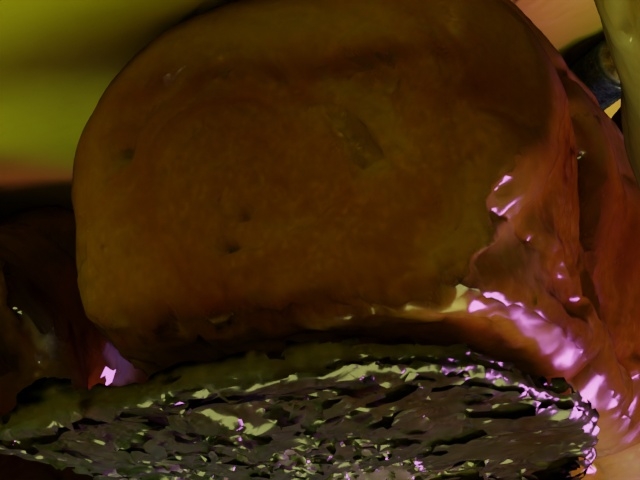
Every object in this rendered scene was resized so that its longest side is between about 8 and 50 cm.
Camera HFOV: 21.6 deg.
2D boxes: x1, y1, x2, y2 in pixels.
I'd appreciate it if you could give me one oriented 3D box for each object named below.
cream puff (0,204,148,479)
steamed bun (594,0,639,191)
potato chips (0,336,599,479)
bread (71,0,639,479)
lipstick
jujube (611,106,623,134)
[{"bbox_3d":[-0.134,0.095,0.693,0.155,0.241,0.269,-15,155,27],"label":"cream puff"},{"bbox_3d":[0.232,-0.053,0.461,0.276,0.203,0.289,-22,168,36],"label":"steamed bun"},{"bbox_3d":[-0.007,0.085,0.570,0.202,0.029,0.220,-7,153,4],"label":"potato chips"},{"bbox_3d":[0.047,0.019,0.617,0.167,0.132,0.294,-19,153,19],"label":"bread"},{"bbox_3d":[0.112,-0.062,0.731,0.037,0.037,0.116,-10,166,-30],"label":"lipstick"},{"bbox_3d":[0.242,-0.027,0.715,0.255,0.190,0.190,-7,177,37],"label":"jujube"}]
